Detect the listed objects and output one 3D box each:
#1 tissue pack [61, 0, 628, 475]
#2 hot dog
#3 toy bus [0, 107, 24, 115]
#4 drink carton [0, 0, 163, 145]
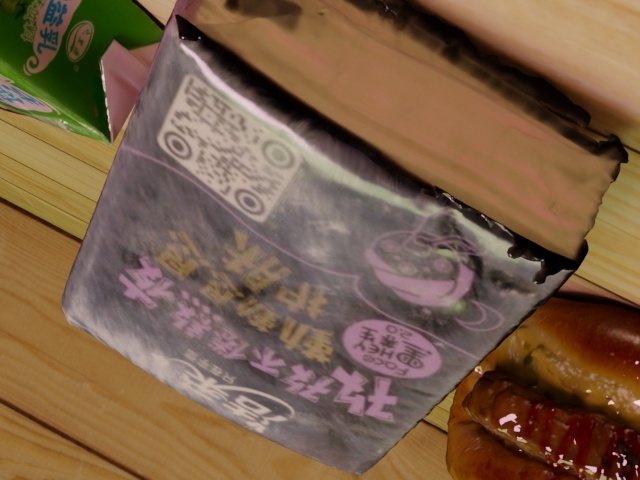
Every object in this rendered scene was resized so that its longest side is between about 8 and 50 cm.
[{"bbox_3d":[-0.012,0.000,0.938,0.259,0.122,0.361,30,148,-2],"label":"tissue pack"},{"bbox_3d":[0.278,0.180,1.248,0.405,0.185,0.223,24,171,25],"label":"hot dog"},{"bbox_3d":[-0.259,-0.151,1.393,0.089,0.081,0.195,22,175,-26],"label":"toy bus"},{"bbox_3d":[-0.254,-0.183,1.091,0.161,0.108,0.271,22,168,37],"label":"drink carton"}]
